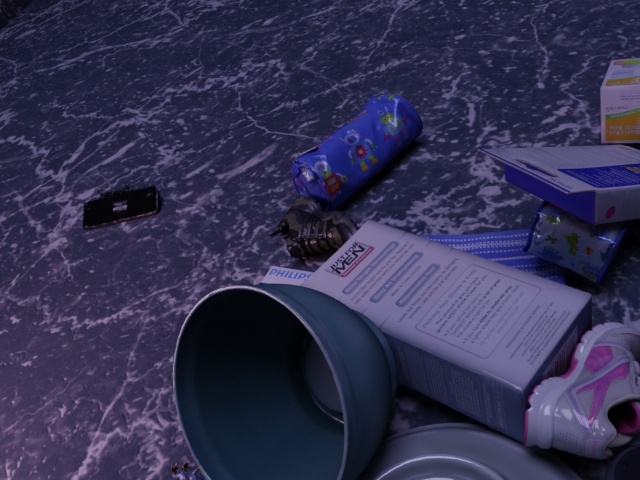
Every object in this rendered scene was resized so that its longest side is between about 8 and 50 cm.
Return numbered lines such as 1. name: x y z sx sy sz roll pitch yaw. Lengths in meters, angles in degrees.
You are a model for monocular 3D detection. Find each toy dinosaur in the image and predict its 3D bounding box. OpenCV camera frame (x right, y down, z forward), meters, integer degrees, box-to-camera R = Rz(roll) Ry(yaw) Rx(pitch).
1. toy dinosaur: -0.176 0.350 1.040 0.082 0.047 0.090 31 94 35

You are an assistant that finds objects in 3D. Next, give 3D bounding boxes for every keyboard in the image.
1. keyboard: -0.452 -0.079 1.660 0.192 0.038 0.100 -11 63 10

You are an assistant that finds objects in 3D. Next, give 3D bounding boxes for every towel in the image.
1. towel: 0.259 0.097 1.124 0.243 0.040 0.336 -5 41 18

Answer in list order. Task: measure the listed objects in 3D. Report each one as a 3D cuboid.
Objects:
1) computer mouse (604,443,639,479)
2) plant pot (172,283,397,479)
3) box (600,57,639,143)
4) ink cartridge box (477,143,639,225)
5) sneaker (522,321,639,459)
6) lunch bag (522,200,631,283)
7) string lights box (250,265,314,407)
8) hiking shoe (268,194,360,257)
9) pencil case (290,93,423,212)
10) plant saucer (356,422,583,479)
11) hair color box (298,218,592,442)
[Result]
1. computer mouse: 0.450 0.295 0.792 0.272 0.072 0.188 2 40 8
2. plant pot: -0.023 0.187 0.938 0.293 0.293 0.196 16 17 37
3. box: 0.572 -0.255 1.300 0.114 0.103 0.203 3 27 27
4. ink cartridge box: 0.423 -0.092 1.113 0.371 0.069 0.176 -4 28 -35
5. sneaker: 0.356 0.194 0.896 0.111 0.103 0.252 21 39 38
6. lunch bag: 0.403 -0.016 1.123 0.128 0.096 0.151 26 38 22
7. string lights box: -0.077 0.164 1.164 0.133 0.077 0.260 7 47 31
8. hiking shoe: 0.000 0.000 1.333 0.114 0.086 0.227 -48 39 -11
9. pencil case: 0.069 -0.183 1.463 0.306 0.133 0.119 -41 10 -24
10. plant saucer: 0.138 0.361 0.823 0.400 0.101 0.400 -12 40 10
11. hair color box: 0.166 0.111 1.029 0.374 0.114 0.185 21 51 38
